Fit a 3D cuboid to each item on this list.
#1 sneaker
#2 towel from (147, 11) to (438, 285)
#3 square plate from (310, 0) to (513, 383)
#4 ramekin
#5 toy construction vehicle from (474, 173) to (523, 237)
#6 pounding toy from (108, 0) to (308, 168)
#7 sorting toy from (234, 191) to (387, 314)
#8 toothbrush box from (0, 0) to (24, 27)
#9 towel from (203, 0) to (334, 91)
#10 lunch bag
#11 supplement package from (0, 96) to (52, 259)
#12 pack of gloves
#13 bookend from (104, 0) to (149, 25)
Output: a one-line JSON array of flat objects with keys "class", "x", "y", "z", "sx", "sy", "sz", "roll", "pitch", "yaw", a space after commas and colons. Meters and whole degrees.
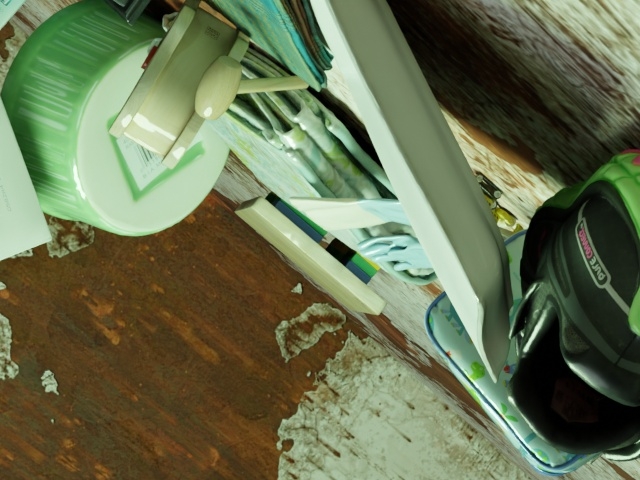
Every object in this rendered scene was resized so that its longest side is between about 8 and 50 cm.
[{"class": "sneaker", "x": 0.214, "y": 0.069, "z": 1.249, "sx": 0.185, "sy": 0.202, "sz": 0.483, "roll": 34, "pitch": 172, "yaw": 10}, {"class": "towel", "x": -0.025, "y": -0.111, "z": 1.940, "sx": 0.320, "sy": 0.090, "sz": 0.374, "roll": 38, "pitch": 173, "yaw": 40}, {"class": "square plate", "x": 0.080, "y": -0.069, "z": 1.297, "sx": 0.344, "sy": 0.049, "sz": 0.347, "roll": 64, "pitch": -179, "yaw": 17}, {"class": "ramekin", "x": -0.254, "y": -0.153, "z": 2.043, "sx": 0.148, "sy": 0.303, "sz": 0.303, "roll": 24, "pitch": 164, "yaw": 41}, {"class": "toy construction vehicle", "x": 0.159, "y": -0.038, "z": 1.601, "sx": 0.098, "sy": 0.035, "sz": 0.086, "roll": 41, "pitch": 173, "yaw": -10}, {"class": "pounding toy", "x": -0.114, "y": -0.147, "z": 1.621, "sx": 0.155, "sy": 0.154, "sz": 0.269, "roll": 31, "pitch": -162, "yaw": -9}, {"class": "sorting toy", "x": 0.000, "y": 0.000, "z": 2.508, "sx": 0.257, "sy": 0.089, "sz": 0.255, "roll": 40, "pitch": 174, "yaw": -7}, {"class": "toothbrush box", "x": -0.435, "y": -0.312, "z": 1.935, "sx": 0.126, "sy": 0.295, "sz": 0.216, "roll": 42, "pitch": 172, "yaw": -15}, {"class": "towel", "x": -0.146, "y": -0.307, "z": 1.498, "sx": 0.370, "sy": 0.040, "sz": 0.271, "roll": 39, "pitch": 173, "yaw": 19}, {"class": "lunch bag", "x": 0.225, "y": 0.108, "z": 1.537, "sx": 0.219, "sy": 0.176, "sz": 0.090, "roll": 49, "pitch": 179, "yaw": 18}, {"class": "supplement package", "x": -0.498, "y": -0.059, "z": 1.981, "sx": 0.262, "sy": 0.198, "sz": 0.199, "roll": 1, "pitch": 112, "yaw": 62}, {"class": "pack of gloves", "x": 0.113, "y": -0.018, "z": 1.766, "sx": 0.232, "sy": 0.046, "sz": 0.195, "roll": 3, "pitch": 158, "yaw": 38}, {"class": "bookend", "x": -0.270, "y": -0.325, "z": 1.696, "sx": 0.156, "sy": 0.072, "sz": 0.157, "roll": 29, "pitch": -170, "yaw": -47}]
